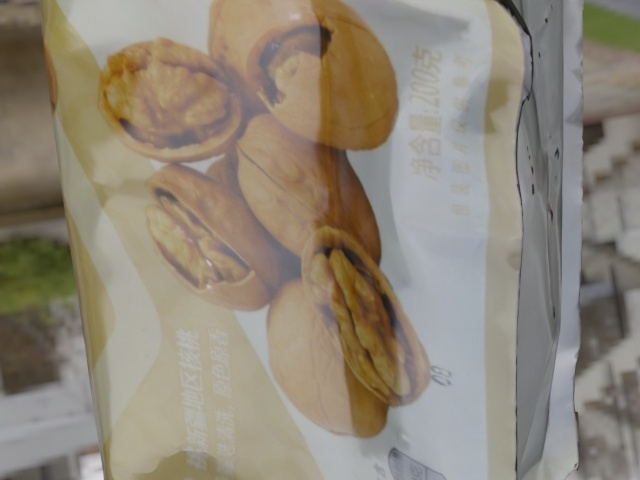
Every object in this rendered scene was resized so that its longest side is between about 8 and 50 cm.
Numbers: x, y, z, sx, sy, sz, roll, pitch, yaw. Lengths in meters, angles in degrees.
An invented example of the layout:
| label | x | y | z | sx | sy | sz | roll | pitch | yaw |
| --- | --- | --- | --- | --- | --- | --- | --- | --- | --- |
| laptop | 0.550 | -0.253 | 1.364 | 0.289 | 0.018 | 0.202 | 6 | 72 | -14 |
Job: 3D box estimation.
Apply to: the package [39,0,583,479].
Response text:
| label | x | y | z | sx | sy | sz | roll | pitch | yaw |
| --- | --- | --- | --- | --- | --- | --- | --- | --- | --- |
| package | 0.022 | -0.014 | 0.757 | 0.221 | 0.311 | 0.165 | 18 | -142 | 30 |
